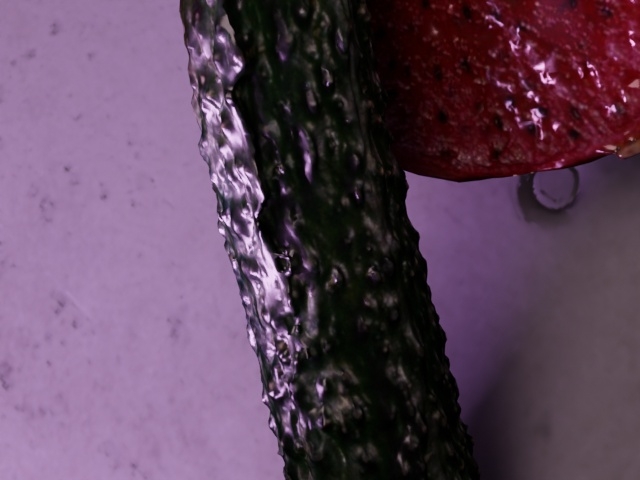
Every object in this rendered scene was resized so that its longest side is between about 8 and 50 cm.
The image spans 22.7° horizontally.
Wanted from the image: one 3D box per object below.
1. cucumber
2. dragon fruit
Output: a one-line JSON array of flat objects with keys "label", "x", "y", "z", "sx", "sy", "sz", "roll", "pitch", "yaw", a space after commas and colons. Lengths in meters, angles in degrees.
[{"label": "cucumber", "x": 0.000, "y": 0.000, "z": 0.698, "sx": 0.096, "sy": 0.096, "sz": 0.359, "roll": 1, "pitch": 117, "yaw": 34}, {"label": "dragon fruit", "x": 0.102, "y": -0.110, "z": 0.737, "sx": 0.274, "sy": 0.161, "sz": 0.126, "roll": 5, "pitch": 120, "yaw": 28}]
